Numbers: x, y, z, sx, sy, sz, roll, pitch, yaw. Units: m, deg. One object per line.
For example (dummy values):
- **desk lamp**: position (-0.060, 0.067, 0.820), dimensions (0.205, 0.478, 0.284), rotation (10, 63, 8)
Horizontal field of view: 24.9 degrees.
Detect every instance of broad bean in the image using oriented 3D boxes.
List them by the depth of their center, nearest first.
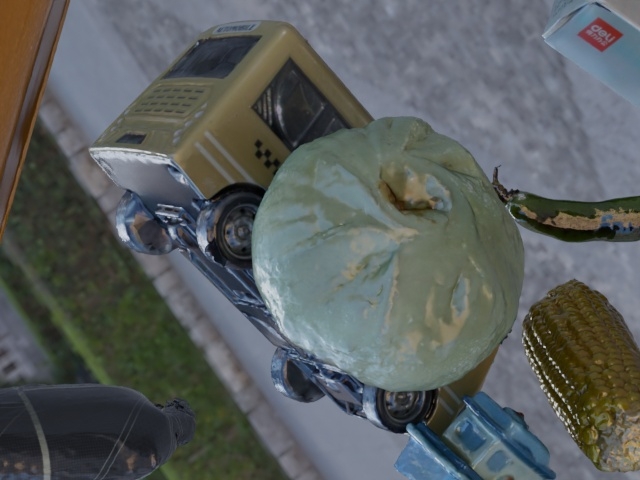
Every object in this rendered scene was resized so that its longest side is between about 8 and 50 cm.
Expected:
- **broad bean**: position (0.263, -0.029, 1.292), dimensions (0.039, 0.227, 0.069), rotation (-92, 4, -68)

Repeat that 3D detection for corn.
- **corn**: position (0.233, 0.113, 1.238), dimensions (0.097, 0.097, 0.261), rotation (62, -173, -24)

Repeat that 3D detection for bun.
- **bun**: position (0.052, 0.004, 0.991), dimensions (0.195, 0.195, 0.118), rotation (52, 151, 12)

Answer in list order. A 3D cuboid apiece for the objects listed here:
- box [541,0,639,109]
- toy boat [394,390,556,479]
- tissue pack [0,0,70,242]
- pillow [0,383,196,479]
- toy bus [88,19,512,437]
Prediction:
- **box**: position (0.336, -0.175, 1.337), dimensions (0.269, 0.135, 0.079), rotation (32, 142, -15)
- **toy boat**: position (0.163, 0.205, 1.188), dimensions (0.238, 0.098, 0.109), rotation (41, 179, -41)
- **tissue pack**: position (-0.177, -0.007, 0.342), dimensions (0.194, 0.274, 0.145), rotation (15, 171, -10)
- **pillow**: position (-0.283, 0.194, 1.456), dimensions (0.161, 0.335, 0.092), rotation (44, 128, 56)
- **toy bus**: position (0.000, 0.000, 1.196), dimensions (0.365, 0.202, 0.177), rotation (48, 160, -28)
